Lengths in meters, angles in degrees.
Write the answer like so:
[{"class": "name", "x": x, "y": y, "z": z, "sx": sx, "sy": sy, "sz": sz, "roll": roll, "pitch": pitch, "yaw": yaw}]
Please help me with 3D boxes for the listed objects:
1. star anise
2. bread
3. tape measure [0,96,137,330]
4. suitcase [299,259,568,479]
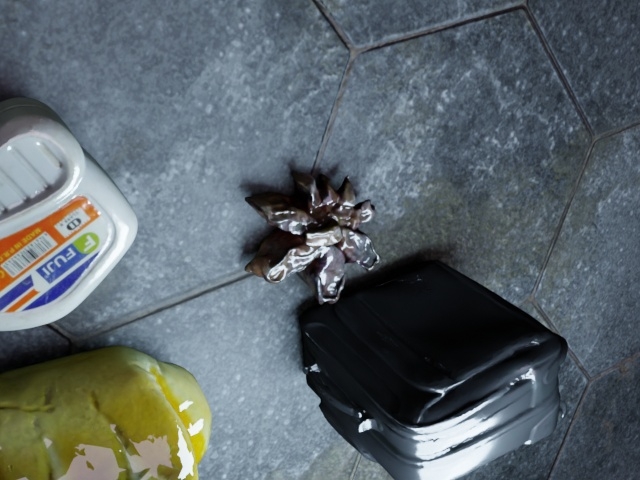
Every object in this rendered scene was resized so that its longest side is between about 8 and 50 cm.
[{"class": "star anise", "x": -0.006, "y": 0.001, "z": 1.146, "sx": 0.220, "sy": 0.099, "sz": 0.214, "roll": -21, "pitch": 109, "yaw": -23}, {"class": "bread", "x": -0.296, "y": 0.305, "z": 1.026, "sx": 0.342, "sy": 0.210, "sz": 0.300, "roll": -8, "pitch": 115, "yaw": -29}, {"class": "tape measure", "x": -0.374, "y": -0.023, "z": 0.897, "sx": 0.258, "sy": 0.130, "sz": 0.265, "roll": -40, "pitch": 130, "yaw": -9}, {"class": "suitcase", "x": 0.159, "y": 0.196, "z": 1.173, "sx": 0.340, "sy": 0.345, "sz": 0.188, "roll": -20, "pitch": 124, "yaw": -24}]
